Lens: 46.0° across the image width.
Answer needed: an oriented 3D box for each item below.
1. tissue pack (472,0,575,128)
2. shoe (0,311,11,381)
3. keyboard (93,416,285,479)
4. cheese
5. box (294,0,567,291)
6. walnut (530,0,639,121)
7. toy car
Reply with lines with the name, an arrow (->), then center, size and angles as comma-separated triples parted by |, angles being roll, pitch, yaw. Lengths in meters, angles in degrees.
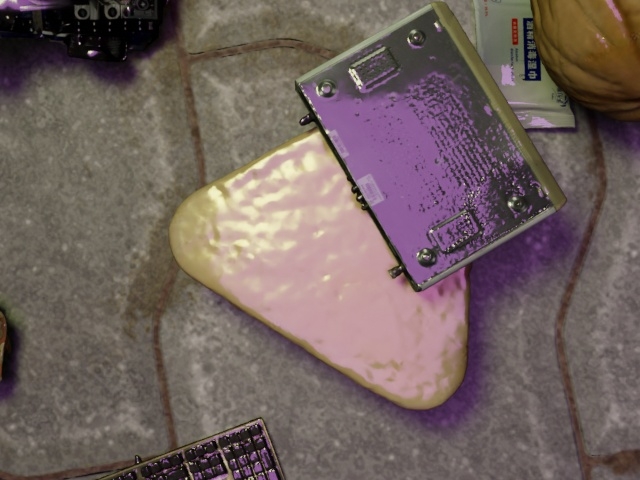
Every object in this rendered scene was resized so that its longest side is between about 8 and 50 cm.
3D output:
tissue pack -> 0.249, -0.232, 0.933 | 0.123, 0.026, 0.193 | -1, 87, 2
shoe -> -0.420, 0.127, 0.924 | 0.072, 0.069, 0.109 | -21, 98, -35
keyboard -> -0.204, 0.312, 0.924 | 0.317, 0.027, 0.106 | -22, 86, 2
cheese -> 0.000, -0.001, 0.893 | 0.384, 0.104, 0.383 | 0, 87, 3
box -> 0.113, -0.101, 0.822 | 0.211, 0.045, 0.270 | -29, 86, -2
walnut -> 0.359, -0.289, 0.813 | 0.277, 0.252, 0.312 | 13, 68, -13
toy car -> -0.329, -0.307, 0.892 | 0.301, 0.118, 0.193 | -1, 106, -23
